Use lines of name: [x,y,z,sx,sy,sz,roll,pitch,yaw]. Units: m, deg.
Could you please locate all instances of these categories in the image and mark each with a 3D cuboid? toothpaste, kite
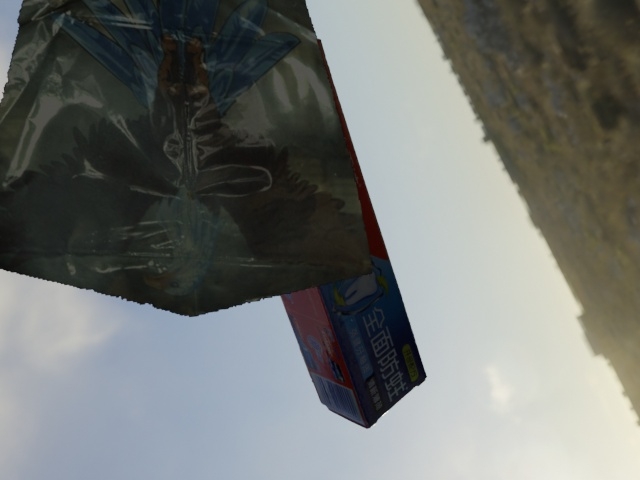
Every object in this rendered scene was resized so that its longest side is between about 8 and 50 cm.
toothpaste: [0.001,0.000,0.845,0.066,0.076,0.320,18,136,47]
kite: [-0.070,-0.121,0.459,0.015,0.169,0.309,-27,70,58]
